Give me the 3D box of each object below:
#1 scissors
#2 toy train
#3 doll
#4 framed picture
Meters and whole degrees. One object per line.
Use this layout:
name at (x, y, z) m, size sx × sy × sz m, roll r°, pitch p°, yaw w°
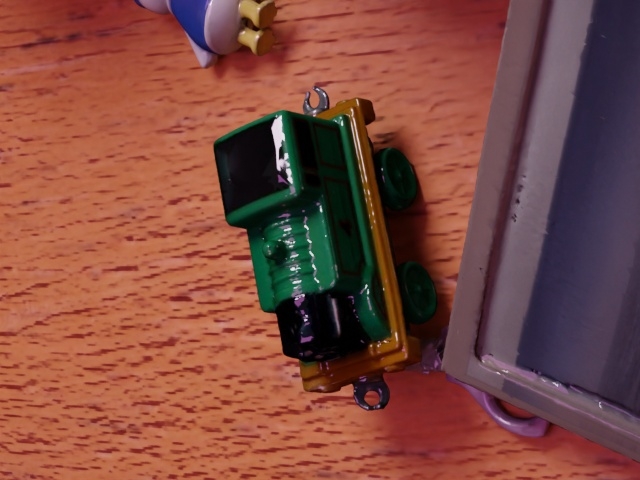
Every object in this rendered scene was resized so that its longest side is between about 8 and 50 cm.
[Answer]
scissors at (0.073, 0.077, 1.003) m, size 0.212 × 0.021 × 0.110 m, roll -4°, pitch 88°, yaw 34°
toy train at (0.000, 0.000, 0.974) m, size 0.091 × 0.136 × 0.228 m, roll -21°, pitch 69°, yaw 34°
doll at (-0.093, -0.176, 1.082) m, size 0.143 × 0.057 × 0.099 m, roll 26°, pitch 128°, yaw 32°
framed picture at (0.239, -0.048, 0.772) m, size 0.326 × 0.028 × 0.446 m, roll 23°, pitch 126°, yaw 25°
